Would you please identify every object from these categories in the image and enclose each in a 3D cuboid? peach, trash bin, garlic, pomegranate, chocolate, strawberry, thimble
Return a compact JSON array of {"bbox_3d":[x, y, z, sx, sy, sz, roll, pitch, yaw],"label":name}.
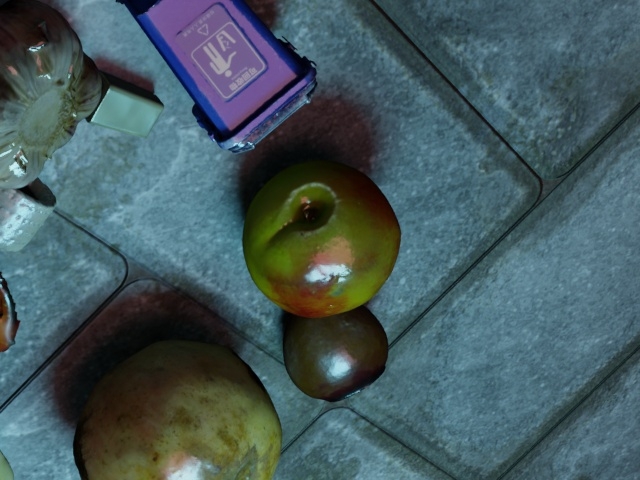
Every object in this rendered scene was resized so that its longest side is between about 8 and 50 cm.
[{"bbox_3d":[0.000,0.000,1.946,0.231,0.231,0.231,-16,130,-20],"label":"peach"},{"bbox_3d":[-0.134,-0.247,1.722,0.162,0.184,0.234,-41,122,-1],"label":"trash bin"},{"bbox_3d":[-0.376,-0.180,1.631,0.245,0.160,0.245,-41,151,-29],"label":"garlic"},{"bbox_3d":[-0.205,0.294,2.006,0.322,0.322,0.322,-16,130,-20],"label":"pomegranate"},{"bbox_3d":[0.016,0.157,2.130,0.176,0.177,0.177,-16,130,-20],"label":"chocolate"},{"bbox_3d":[-0.474,0.090,1.822,0.140,0.085,0.192,-28,133,-8],"label":"strawberry"},{"bbox_3d":[-0.256,-0.173,1.779,0.092,0.043,0.061,17,114,-40],"label":"trash bin"},{"bbox_3d":[-0.406,-0.047,1.748,0.115,0.102,0.090,38,102,-13],"label":"thimble"}]

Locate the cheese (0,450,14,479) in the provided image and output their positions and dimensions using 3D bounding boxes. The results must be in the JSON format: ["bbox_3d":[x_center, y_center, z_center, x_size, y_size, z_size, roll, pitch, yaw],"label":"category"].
[{"bbox_3d":[-0.605,0.341,1.820,0.384,0.104,0.384,-30,130,-45],"label":"cheese"}]
